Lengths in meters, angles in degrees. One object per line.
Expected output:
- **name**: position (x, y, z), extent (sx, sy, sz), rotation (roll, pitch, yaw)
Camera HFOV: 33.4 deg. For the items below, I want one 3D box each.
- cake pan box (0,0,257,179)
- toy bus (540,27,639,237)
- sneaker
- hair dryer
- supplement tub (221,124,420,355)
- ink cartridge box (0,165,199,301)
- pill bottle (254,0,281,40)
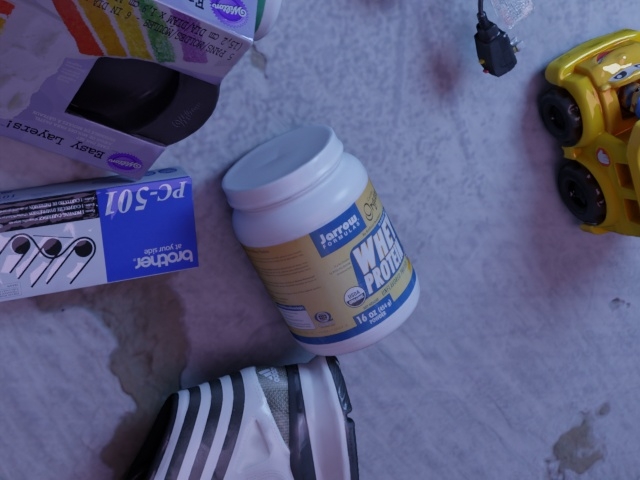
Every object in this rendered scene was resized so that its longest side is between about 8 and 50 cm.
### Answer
- **cake pan box**: position (-0.214, -0.166, 0.894), extent (0.267, 0.246, 0.070), rotation (19, 57, -26)
- **toy bus**: position (0.360, -0.104, 1.152), extent (0.149, 0.211, 0.220), rotation (-25, 111, -12)
- **sneaker**: position (-0.084, 0.339, 1.155), extent (0.257, 0.169, 0.447), rotation (-7, 109, -5)
- **hair dryer**: position (0.158, -0.337, 1.094), extent (0.223, 0.080, 0.293), rotation (-53, 123, -19)
- **supplement tub**: position (0.000, 0.000, 1.070), extent (0.144, 0.144, 0.200), rotation (-33, 115, -11)
- **ink cartridge box**: position (-0.226, -0.008, 1.031), extent (0.207, 0.046, 0.097), rotation (-9, 110, -20)
- **pill bottle**: position (-0.147, -0.241, 0.956), extent (0.208, 0.117, 0.117), rotation (-1, 105, -22)
